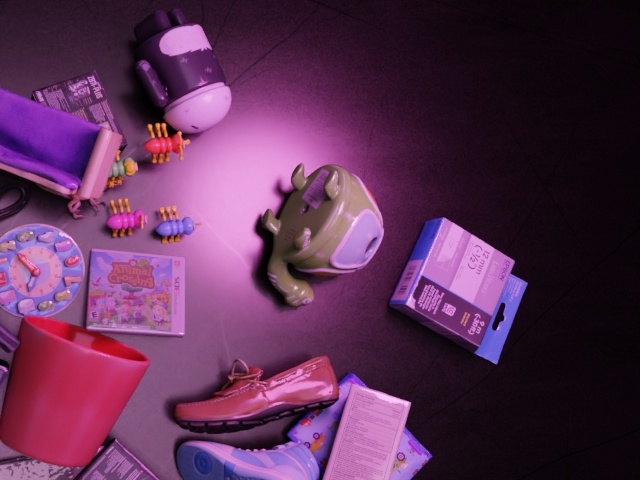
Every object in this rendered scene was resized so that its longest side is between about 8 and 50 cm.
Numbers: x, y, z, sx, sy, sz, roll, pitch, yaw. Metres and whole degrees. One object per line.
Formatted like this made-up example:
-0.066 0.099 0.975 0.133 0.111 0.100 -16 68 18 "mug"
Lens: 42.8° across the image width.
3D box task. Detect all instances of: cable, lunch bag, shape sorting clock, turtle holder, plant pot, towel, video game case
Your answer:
-0.740 -0.021 1.725 0.139 0.072 0.287 36 64 -24 "cable"
0.077 0.478 1.945 0.221 0.138 0.293 -40 89 -17 "lunch bag"
-0.610 0.066 1.752 0.206 0.040 0.206 -3 97 -23 "shape sorting clock"
0.014 -0.007 1.907 0.227 0.243 0.320 32 64 -32 "turtle holder"
-0.520 0.311 1.672 0.274 0.275 0.243 22 87 -17 "plant pot"
-0.586 0.546 1.721 0.282 0.049 0.187 -4 86 -22 "towel"
-0.406 0.116 1.812 0.212 0.023 0.193 6 61 -20 "video game case"

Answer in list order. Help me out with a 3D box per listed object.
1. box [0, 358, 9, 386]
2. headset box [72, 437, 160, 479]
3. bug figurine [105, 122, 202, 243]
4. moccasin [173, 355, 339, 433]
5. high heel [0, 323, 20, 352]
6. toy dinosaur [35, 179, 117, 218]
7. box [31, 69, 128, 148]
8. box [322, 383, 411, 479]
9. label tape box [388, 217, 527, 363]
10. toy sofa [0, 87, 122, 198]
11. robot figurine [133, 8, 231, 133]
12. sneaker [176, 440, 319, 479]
-0.773 0.377 1.536 0.212 0.293 0.396 27 76 -15 "box"
-0.398 0.589 1.688 0.293 0.110 0.218 44 70 -4 "headset box"
-0.379 -0.111 1.810 0.216 0.072 0.279 -12 109 -20 "bug figurine"
-0.147 0.343 1.857 0.379 0.139 0.147 -14 71 -11 "moccasin"
-0.718 0.123 1.587 0.093 0.261 0.186 -59 145 -24 "high heel"
-0.544 -0.099 1.814 0.183 0.053 0.093 -4 70 -28 "toy dinosaur"
-0.534 -0.263 1.811 0.147 0.077 0.180 -26 94 -21 "box"
0.089 0.495 1.823 0.148 0.121 0.311 18 70 5 "box"
0.381 0.134 2.095 0.347 0.115 0.249 29 75 -14 "label tape box"
-0.606 -0.215 1.661 0.362 0.177 0.150 21 91 3 "toy sofa"
-0.317 -0.380 1.859 0.209 0.173 0.278 -26 94 -16 "robot figurine"
-0.149 0.508 1.834 0.208 0.319 0.127 -18 121 -60 "sneaker"
